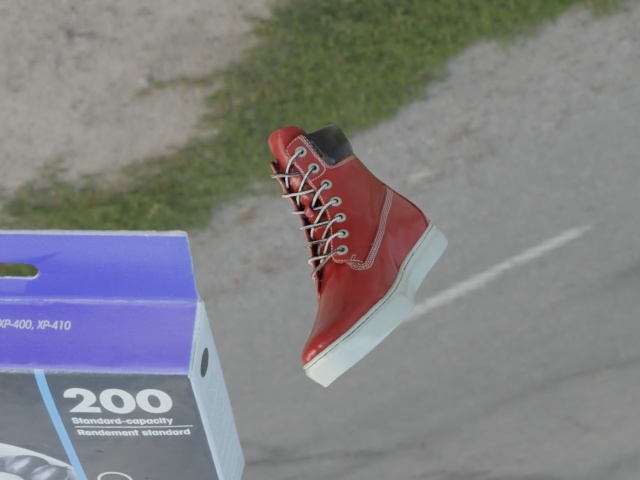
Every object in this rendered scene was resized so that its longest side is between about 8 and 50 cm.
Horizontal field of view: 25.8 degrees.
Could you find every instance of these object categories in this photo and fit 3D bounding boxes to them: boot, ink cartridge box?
[{"bbox_3d":[0.000,0.000,1.145,0.088,0.176,0.244,-38,-170,31],"label":"boot"},{"bbox_3d":[-0.153,0.073,0.701,0.206,0.045,0.208,0,140,7],"label":"ink cartridge box"}]
